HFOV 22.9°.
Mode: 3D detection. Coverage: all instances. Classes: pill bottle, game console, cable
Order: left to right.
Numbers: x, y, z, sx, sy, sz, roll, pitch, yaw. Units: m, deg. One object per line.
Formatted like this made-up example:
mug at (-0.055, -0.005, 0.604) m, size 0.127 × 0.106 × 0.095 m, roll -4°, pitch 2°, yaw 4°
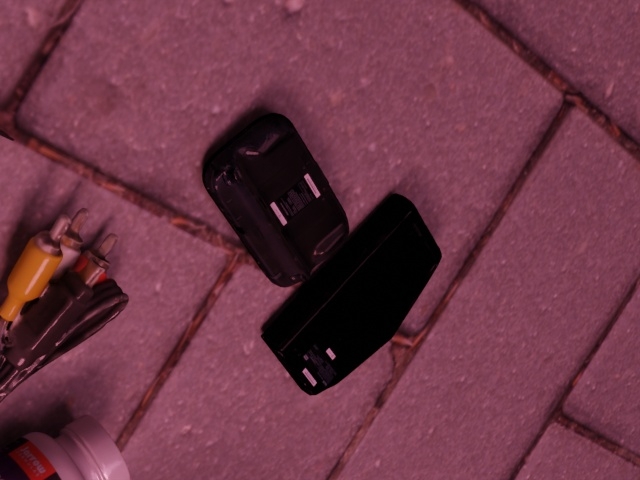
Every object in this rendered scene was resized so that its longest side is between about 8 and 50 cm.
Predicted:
cable at (-0.281, 0.096, 1.415) m, size 0.287 × 0.072 × 0.139 m, roll -46°, pitch 156°, yaw 6°
pill bottle at (-0.276, 0.243, 1.449) m, size 0.193 × 0.108 × 0.108 m, roll -32°, pitch 133°, yaw -26°
game console at (0.000, 0.000, 1.608) m, size 0.213 × 0.044 × 0.361 m, roll -47°, pitch 138°, yaw -13°
